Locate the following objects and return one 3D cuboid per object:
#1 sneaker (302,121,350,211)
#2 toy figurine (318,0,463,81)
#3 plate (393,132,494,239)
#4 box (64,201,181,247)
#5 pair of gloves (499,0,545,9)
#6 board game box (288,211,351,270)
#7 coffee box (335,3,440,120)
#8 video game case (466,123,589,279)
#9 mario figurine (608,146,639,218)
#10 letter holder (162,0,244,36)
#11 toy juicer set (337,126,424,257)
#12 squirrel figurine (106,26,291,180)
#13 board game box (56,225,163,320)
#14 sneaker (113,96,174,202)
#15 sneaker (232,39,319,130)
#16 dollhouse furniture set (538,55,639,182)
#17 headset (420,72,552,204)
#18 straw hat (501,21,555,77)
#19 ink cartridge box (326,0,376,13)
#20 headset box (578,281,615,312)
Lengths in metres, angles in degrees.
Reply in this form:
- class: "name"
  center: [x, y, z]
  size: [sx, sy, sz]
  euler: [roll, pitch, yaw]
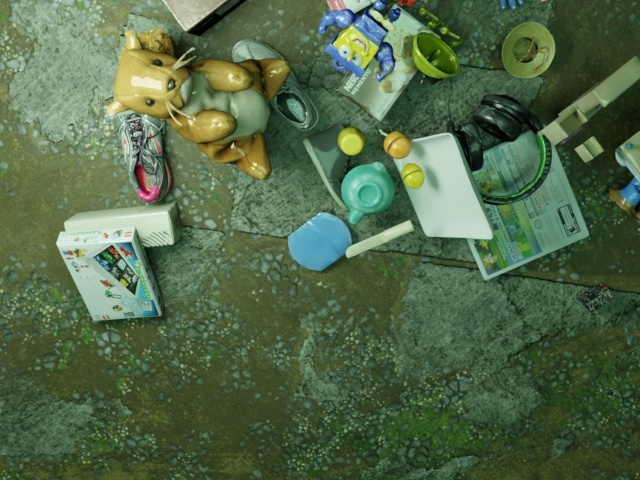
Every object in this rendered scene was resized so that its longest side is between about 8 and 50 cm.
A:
- class: "sneaker"
  center: [0.056, -0.188, 1.832]
  size: [0.118, 0.083, 0.222]
  euler: [-29, 104, 5]
- class: "toy figurine"
  center: [0.125, -0.464, 1.654]
  size: [0.363, 0.191, 0.217]
  euler: [35, 133, -15]
- class: "plate"
  center: [0.305, -0.136, 1.767]
  size: [0.045, 0.277, 0.277]
  euler: [-31, 105, -22]
- class: "box"
  center: [-0.515, -0.032, 1.869]
  size: [0.275, 0.113, 0.094]
  euler: [-6, 106, 4]
- class: "pair of gloves"
  center: [0.507, -0.654, 1.731]
  size: [0.198, 0.023, 0.159]
  euler: [-11, 105, 5]
- class: "board game box"
  center: [0.000, 0.000, 1.910]
  size: [0.169, 0.033, 0.133]
  euler: [-37, 106, 15]
- class: "coffee box"
  center: [0.163, -0.436, 1.755]
  size: [0.141, 0.098, 0.246]
  euler: [35, 103, -8]
- class: "video game case"
  center: [0.508, -0.097, 1.874]
  size: [0.300, 0.036, 0.328]
  euler: [-25, 104, 7]
- class: "mario figurine"
  center: [0.883, -0.213, 1.813]
  size: [0.198, 0.170, 0.320]
  euler: [9, 122, -46]
- class: "letter holder"
  center: [-0.248, -0.663, 1.676]
  size: [0.302, 0.152, 0.214]
  euler: [-34, 100, 9]
- class: "toy juicer set"
  center: [0.157, -0.126, 1.797]
  size: [0.210, 0.089, 0.328]
  euler: [-4, 107, 2]
- class: "squirrel figurine"
  center: [-0.323, -0.334, 1.619]
  size: [0.371, 0.397, 0.280]
  euler: [4, 107, -46]
- class: "board game box"
  center: [-0.541, 0.093, 1.859]
  size: [0.193, 0.053, 0.305]
  euler: [-4, 135, 2]
- class: "sneaker"
  center: [-0.448, -0.244, 1.810]
  size: [0.121, 0.112, 0.299]
  euler: [-14, 104, 4]
- class: "sneaker"
  center: [-0.105, -0.388, 1.763]
  size: [0.281, 0.115, 0.105]
  euler: [43, 101, -10]
- class: "dollhouse furniture set"
  center: [0.713, -0.222, 1.689]
  size: [0.286, 0.198, 0.303]
  euler: [-38, 87, -7]
- class: "headset"
  center: [0.396, -0.270, 1.741]
  size: [0.243, 0.185, 0.394]
  euler: [-39, 85, 3]
- class: "straw hat"
  center: [0.500, -0.473, 1.759]
  size: [0.145, 0.061, 0.144]
  euler: [-6, 116, -12]
- class: "ink cartridge box"
  center: [0.093, -0.587, 1.710]
  size: [0.151, 0.109, 0.063]
  euler: [-27, 104, 8]
- class: "headset box"
  center: [0.749, 0.152, 1.921]
  size: [0.083, 0.062, 0.032]
  euler: [-35, 102, 9]
